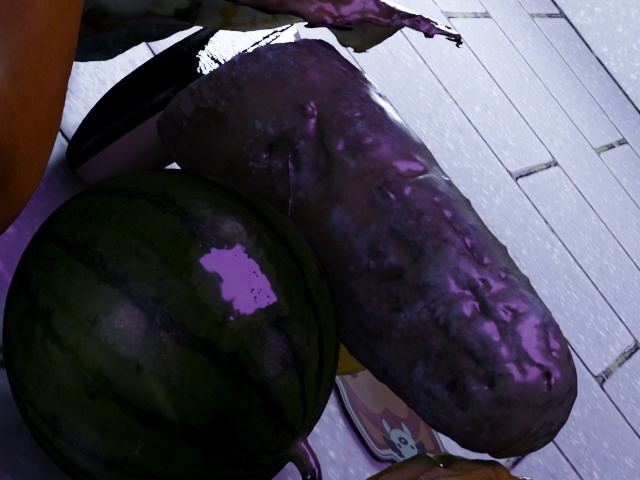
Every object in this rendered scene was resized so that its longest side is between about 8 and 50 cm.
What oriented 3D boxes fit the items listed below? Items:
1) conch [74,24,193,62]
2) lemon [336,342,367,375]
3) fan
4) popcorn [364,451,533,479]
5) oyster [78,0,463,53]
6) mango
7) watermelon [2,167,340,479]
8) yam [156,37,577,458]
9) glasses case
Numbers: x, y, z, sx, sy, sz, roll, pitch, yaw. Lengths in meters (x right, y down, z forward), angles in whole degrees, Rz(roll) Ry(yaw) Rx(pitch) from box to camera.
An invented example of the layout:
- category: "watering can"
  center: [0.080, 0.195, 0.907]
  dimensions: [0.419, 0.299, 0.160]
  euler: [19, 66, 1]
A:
- category: "conch"
  center: [-0.179, -0.219, 1.247]
  dimensions: [0.188, 0.122, 0.176]
  euler: [60, -1, 13]
- category: "lemon"
  center: [0.000, 0.000, 1.172]
  dimensions: [0.203, 0.178, 0.178]
  euler: [46, 20, 18]
- category: "fan"
  center: [0.032, 0.092, 1.306]
  dimensions: [0.132, 0.009, 0.220]
  euler: [19, 38, -53]
- category: "popcorn"
  center: [0.096, 0.254, 0.930]
  dimensions: [0.251, 0.206, 0.237]
  euler: [46, 4, -33]
- category: "oyster"
  center: [-0.049, -0.170, 1.092]
  dimensions: [0.166, 0.294, 0.094]
  euler: [115, -17, -80]
- category: "mango"
  center: [-0.214, -0.111, 0.945]
  dimensions: [0.144, 0.187, 0.359]
  euler: [3, 47, -3]
- category: "watermelon"
  center: [-0.072, 0.062, 0.906]
  dimensions: [0.214, 0.188, 0.188]
  euler: [34, 19, 12]
- category: "yam"
  center: [0.031, -0.001, 0.993]
  dimensions: [0.330, 0.133, 0.133]
  euler: [50, 20, 27]
- category: "glasses case"
  center: [-0.097, -0.113, 1.233]
  dimensions: [0.075, 0.122, 0.314]
  euler: [55, 21, -6]
